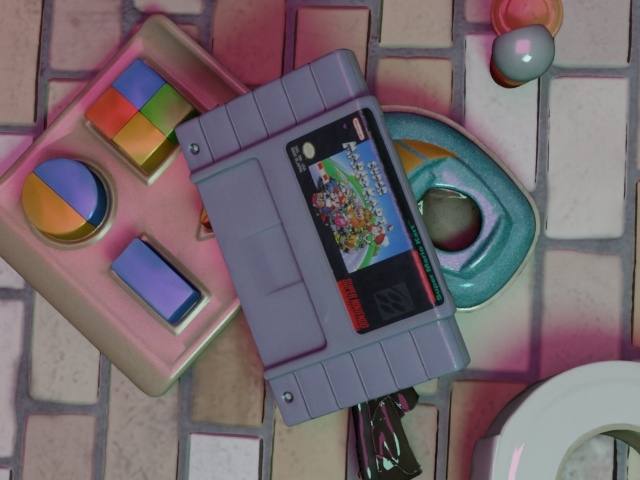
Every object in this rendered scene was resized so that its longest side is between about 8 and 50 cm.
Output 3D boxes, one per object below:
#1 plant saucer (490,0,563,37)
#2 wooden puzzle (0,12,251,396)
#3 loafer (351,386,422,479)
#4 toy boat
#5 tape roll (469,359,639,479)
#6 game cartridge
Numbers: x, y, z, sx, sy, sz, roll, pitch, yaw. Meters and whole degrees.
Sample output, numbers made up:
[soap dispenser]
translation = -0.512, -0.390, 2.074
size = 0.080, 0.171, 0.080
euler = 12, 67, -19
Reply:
[plant saucer]
translation = 0.237, -0.261, 1.520
size = 0.083, 0.013, 0.083
euler = -1, 86, 8
[wooden puzzle]
translation = -0.197, -0.045, 1.530
size = 0.322, 0.080, 0.348
euler = 42, 92, 9
[loafer]
translation = 0.070, 0.172, 1.481
size = 0.078, 0.080, 0.220
euler = -8, 89, -2
[toy boat]
translation = 0.146, -0.096, 1.442
size = 0.267, 0.148, 0.318
euler = 33, 88, 1
[tape roll]
translation = 0.302, 0.270, 1.385
size = 0.286, 0.100, 0.286
euler = 1, 78, -6
[game cartridge]
translation = 0.000, 0.000, 1.403
size = 0.230, 0.068, 0.355
euler = -23, 87, 32
